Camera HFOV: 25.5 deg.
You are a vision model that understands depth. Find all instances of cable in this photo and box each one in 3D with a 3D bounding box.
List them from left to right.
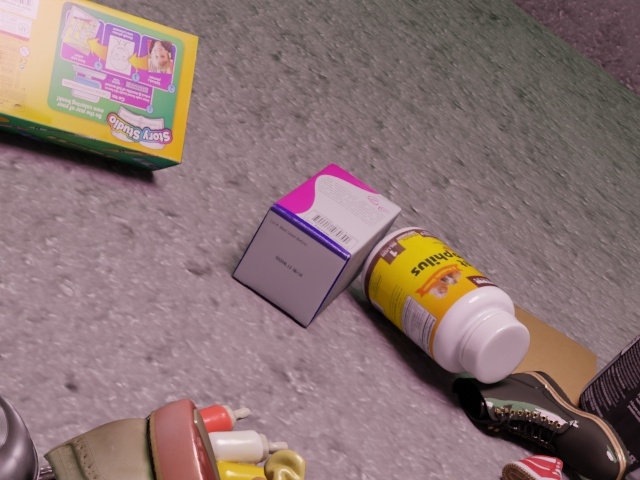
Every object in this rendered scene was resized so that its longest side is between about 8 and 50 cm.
[{"bbox_3d":[-0.157,0.187,1.237,0.287,0.072,0.139,5,37,-45],"label":"cable"}]

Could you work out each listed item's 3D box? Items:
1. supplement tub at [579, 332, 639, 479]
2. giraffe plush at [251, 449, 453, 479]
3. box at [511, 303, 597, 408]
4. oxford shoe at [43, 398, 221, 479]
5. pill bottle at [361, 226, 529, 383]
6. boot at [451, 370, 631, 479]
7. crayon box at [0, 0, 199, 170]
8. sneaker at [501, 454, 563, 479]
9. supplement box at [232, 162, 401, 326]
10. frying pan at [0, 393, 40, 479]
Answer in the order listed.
[{"bbox_3d":[0.485,0.156,1.725,0.193,0.316,0.193,34,25,-18],"label":"supplement tub"},{"bbox_3d":[0.009,0.269,1.165,0.170,0.210,0.181,15,25,9],"label":"giraffe plush"},{"bbox_3d":[0.292,0.160,1.873,0.164,0.021,0.201,31,24,-1],"label":"box"},{"bbox_3d":[-0.132,0.302,1.026,0.146,0.140,0.397,-13,44,1],"label":"oxford shoe"},{"bbox_3d":[0.152,0.080,1.709,0.117,0.117,0.215,7,24,-43],"label":"pill bottle"},{"bbox_3d":[0.254,0.225,1.663,0.137,0.077,0.198,4,23,-38],"label":"boot"},{"bbox_3d":[-0.289,-0.196,1.685,0.278,0.165,0.081,15,-13,-34],"label":"crayon box"},{"bbox_3d":[0.265,0.284,1.584,0.118,0.042,0.067,41,29,25],"label":"sneaker"},{"bbox_3d":[0.000,0.000,1.726,0.111,0.114,0.220,34,26,8],"label":"supplement box"},{"bbox_3d":[-0.301,0.133,1.184,0.197,0.053,0.326,25,28,5],"label":"frying pan"}]
